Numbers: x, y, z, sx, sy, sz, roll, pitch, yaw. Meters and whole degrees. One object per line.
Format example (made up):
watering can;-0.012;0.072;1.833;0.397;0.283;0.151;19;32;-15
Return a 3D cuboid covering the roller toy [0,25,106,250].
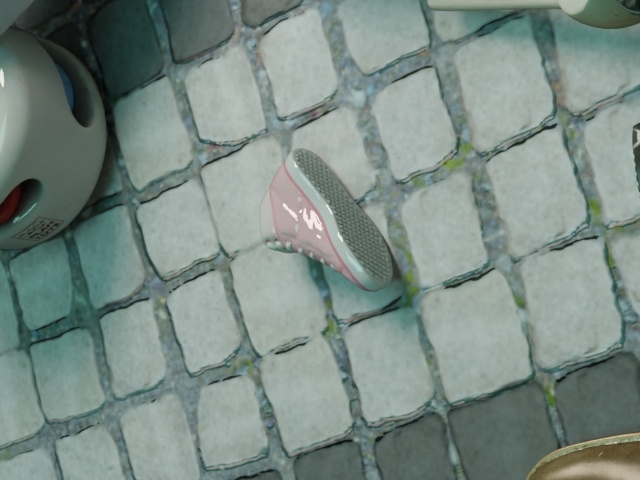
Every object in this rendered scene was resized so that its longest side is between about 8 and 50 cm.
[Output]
roller toy;-0.287;-0.087;1.469;0.191;0.146;0.209;14;91;31

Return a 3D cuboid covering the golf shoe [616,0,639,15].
golf shoe;0.301;-0.123;1.039;0.273;0.120;0.105;44;106;35

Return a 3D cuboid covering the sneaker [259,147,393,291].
sneaker;0.000;0.000;1.325;0.070;0.051;0.134;-49;62;29

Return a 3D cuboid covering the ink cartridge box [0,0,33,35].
ink cartridge box;-0.219;-0.321;1.381;0.332;0.065;0.165;-46;64;1

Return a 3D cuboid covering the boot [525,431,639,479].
boot;0.250;0.192;1.114;0.305;0.115;0.112;7;98;37

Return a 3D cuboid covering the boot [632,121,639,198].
boot;0.293;-0.005;1.104;0.137;0.077;0.198;-22;93;30

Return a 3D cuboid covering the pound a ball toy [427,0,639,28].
pound a ball toy;0.067;-0.251;1.187;0.319;0.136;0.208;5;96;38
